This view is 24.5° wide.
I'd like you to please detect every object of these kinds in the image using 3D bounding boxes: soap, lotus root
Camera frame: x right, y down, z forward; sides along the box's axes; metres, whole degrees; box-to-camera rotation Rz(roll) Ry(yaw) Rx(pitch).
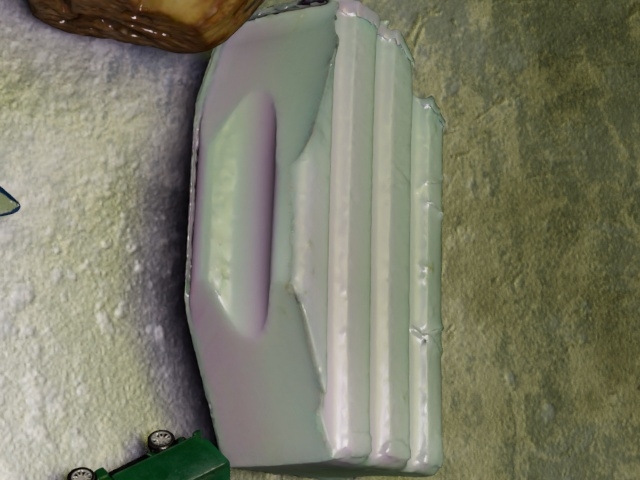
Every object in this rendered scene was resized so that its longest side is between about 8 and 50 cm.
[{"bbox_3d":[0.000,0.000,1.433,0.261,0.156,0.446,18,69,-52],"label":"soap"},{"bbox_3d":[-0.151,-0.304,1.362,0.316,0.316,0.250,23,85,-24],"label":"lotus root"}]

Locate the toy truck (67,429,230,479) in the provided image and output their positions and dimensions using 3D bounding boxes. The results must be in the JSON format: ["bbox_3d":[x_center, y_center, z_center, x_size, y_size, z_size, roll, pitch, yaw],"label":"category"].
[{"bbox_3d":[-0.165,0.235,1.369,0.147,0.079,0.065,-22,131,-29],"label":"toy truck"}]

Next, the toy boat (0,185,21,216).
[{"bbox_3d":[-0.385,-0.059,1.331,0.228,0.046,0.080,17,71,-26],"label":"toy boat"}]
